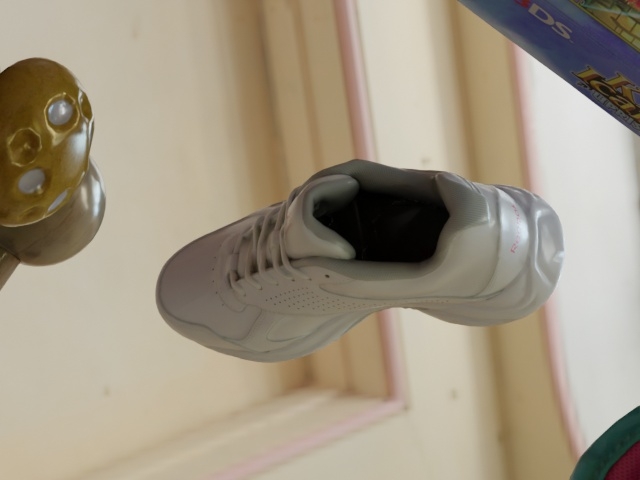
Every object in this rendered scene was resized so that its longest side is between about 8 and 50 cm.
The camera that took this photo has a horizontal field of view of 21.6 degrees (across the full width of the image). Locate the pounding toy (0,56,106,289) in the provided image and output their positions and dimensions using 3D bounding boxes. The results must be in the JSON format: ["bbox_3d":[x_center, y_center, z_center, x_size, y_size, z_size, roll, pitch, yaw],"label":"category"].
[{"bbox_3d":[-0.128,-0.009,0.536,0.110,0.237,0.183,18,-115,23],"label":"pounding toy"}]

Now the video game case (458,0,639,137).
[{"bbox_3d":[0.215,-0.141,0.736,0.244,0.269,0.061,-52,178,-16],"label":"video game case"}]

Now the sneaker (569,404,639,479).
[{"bbox_3d":[0.148,0.060,0.420,0.178,0.295,0.124,30,143,-27],"label":"sneaker"}]

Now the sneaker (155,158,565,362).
[{"bbox_3d":[0.000,0.000,0.861,0.232,0.090,0.115,-13,155,28],"label":"sneaker"}]
